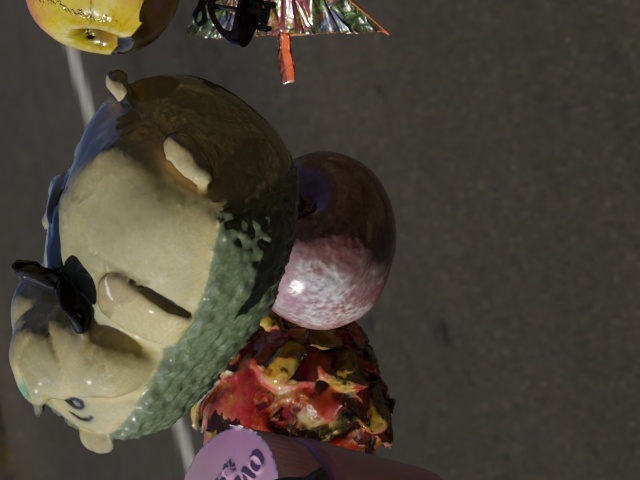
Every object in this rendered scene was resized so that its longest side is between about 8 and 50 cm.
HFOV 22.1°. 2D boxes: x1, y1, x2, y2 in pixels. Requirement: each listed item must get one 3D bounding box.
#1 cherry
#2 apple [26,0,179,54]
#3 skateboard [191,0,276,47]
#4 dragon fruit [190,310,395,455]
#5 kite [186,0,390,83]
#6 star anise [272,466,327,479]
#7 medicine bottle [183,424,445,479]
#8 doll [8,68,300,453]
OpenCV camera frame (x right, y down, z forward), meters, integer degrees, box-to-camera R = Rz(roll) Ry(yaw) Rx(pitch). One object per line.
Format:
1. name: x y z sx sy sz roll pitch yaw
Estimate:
1. cherry: 0.000 0.000 2.215 0.213 0.236 0.285 22 147 34
2. apple: -0.195 -0.239 1.480 0.146 0.146 0.146 170 90 -76
3. skateboard: -0.083 -0.275 1.702 0.067 0.080 0.151 40 -119 -66
4. dragon fruit: -0.049 0.211 2.452 0.314 0.296 0.263 34 133 39
5. kite: -0.036 -0.255 1.827 0.009 0.232 0.189 -98 6 -52
6. star anise: -0.075 0.269 1.230 0.212 0.073 0.197 -18 41 42
7. medicine bottle: 0.004 0.312 1.792 0.178 0.290 0.178 -21 61 42
8. doll: -0.160 0.028 1.457 0.247 0.247 0.349 -116 40 -49
